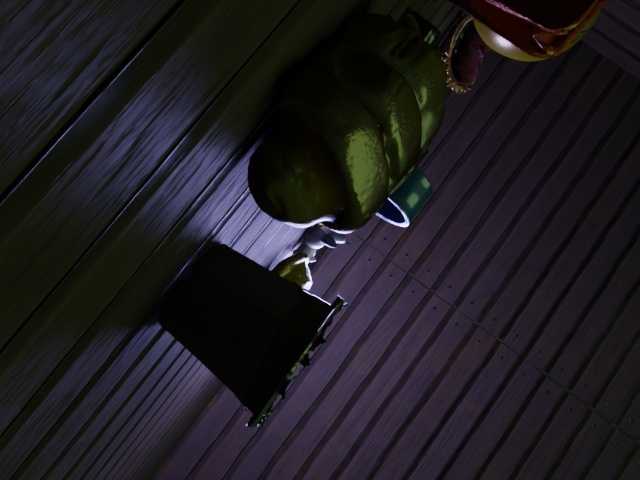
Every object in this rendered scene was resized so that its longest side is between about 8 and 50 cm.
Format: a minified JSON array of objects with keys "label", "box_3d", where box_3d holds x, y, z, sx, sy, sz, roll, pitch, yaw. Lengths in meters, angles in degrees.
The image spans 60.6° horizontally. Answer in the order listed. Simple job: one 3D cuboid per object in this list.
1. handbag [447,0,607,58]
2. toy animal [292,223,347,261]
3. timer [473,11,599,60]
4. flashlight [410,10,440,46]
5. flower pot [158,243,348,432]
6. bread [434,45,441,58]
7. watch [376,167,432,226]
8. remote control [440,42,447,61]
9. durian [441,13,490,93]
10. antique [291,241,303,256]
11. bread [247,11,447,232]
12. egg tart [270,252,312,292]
[{"label":"handbag","box_3d":[0.465,-0.590,1.089,0.410,0.303,0.116,-49,168,-6]},{"label":"toy animal","box_3d":[0.000,0.000,1.959,0.182,0.127,0.131,-43,176,36]},{"label":"timer","box_3d":[0.597,-0.695,1.465,0.376,0.376,0.387,-48,165,-45]},{"label":"flashlight","box_3d":[0.094,-0.273,1.120,0.424,0.103,0.103,-56,175,7]},{"label":"flower pot","box_3d":[-0.128,0.149,0.981,0.290,0.259,0.290,-52,174,-8]},{"label":"bread","box_3d":[0.338,-0.543,1.747,0.126,0.044,0.129,-49,177,-29]},{"label":"watch","box_3d":[0.196,-0.181,1.606,0.241,0.274,0.305,-52,180,-6]},{"label":"remote control","box_3d":[0.413,-0.604,1.986,0.103,0.051,0.293,-53,172,-9]},{"label":"durian","box_3d":[0.463,-0.617,1.781,0.186,0.154,0.260,-84,-165,-78]},{"label":"antique","box_3d":[-0.045,-0.008,2.063,0.192,0.015,0.031,-52,175,-14]},{"label":"bread","box_3d":[0.048,-0.152,0.841,0.341,0.210,0.300,-49,171,-35]},{"label":"egg tart","box_3d":[-0.121,0.160,1.882,0.288,0.118,0.288,-43,164,-15]}]
